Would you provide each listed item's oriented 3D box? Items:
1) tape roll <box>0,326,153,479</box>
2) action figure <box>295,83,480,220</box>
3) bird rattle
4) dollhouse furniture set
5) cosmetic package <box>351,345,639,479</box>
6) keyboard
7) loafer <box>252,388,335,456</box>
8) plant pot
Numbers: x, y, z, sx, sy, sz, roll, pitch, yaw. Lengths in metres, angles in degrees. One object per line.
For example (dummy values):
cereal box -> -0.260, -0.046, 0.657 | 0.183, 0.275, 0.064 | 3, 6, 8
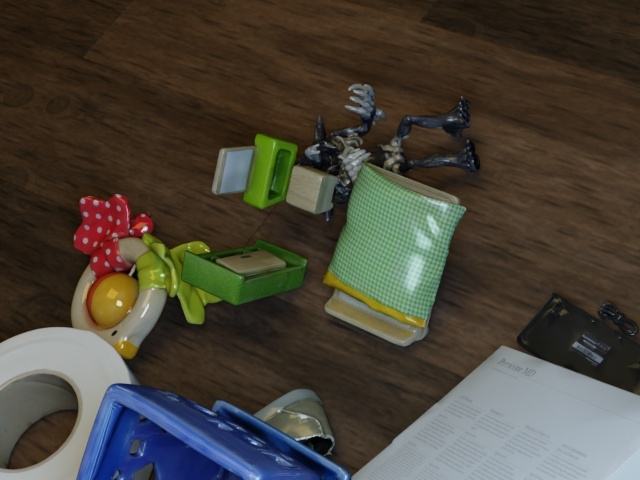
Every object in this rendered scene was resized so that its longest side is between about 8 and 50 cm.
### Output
tape roll -> -0.352, 0.252, 1.928 | 0.286, 0.100, 0.286 | -10, 51, 13
action figure -> 0.067, -0.127, 2.043 | 0.275, 0.141, 0.164 | -10, 61, 12
bird rattle -> -0.268, 0.049, 2.046 | 0.253, 0.143, 0.207 | 23, 80, 37
dollhouse furniture set -> 0.000, 0.000, 1.900 | 0.301, 0.151, 0.198 | 22, 108, 32
cosmetic package -> 0.196, 0.261, 1.591 | 0.284, 0.097, 0.377 | -41, 18, -11
keyboard -> 0.331, 0.125, 1.814 | 0.108, 0.023, 0.180 | -48, 52, -10
loafer -> -0.088, 0.274, 1.808 | 0.251, 0.094, 0.087 | -37, 45, -10
plant pot -> -0.115, 0.301, 1.643 | 0.236, 0.212, 0.236 | 25, 101, 35
